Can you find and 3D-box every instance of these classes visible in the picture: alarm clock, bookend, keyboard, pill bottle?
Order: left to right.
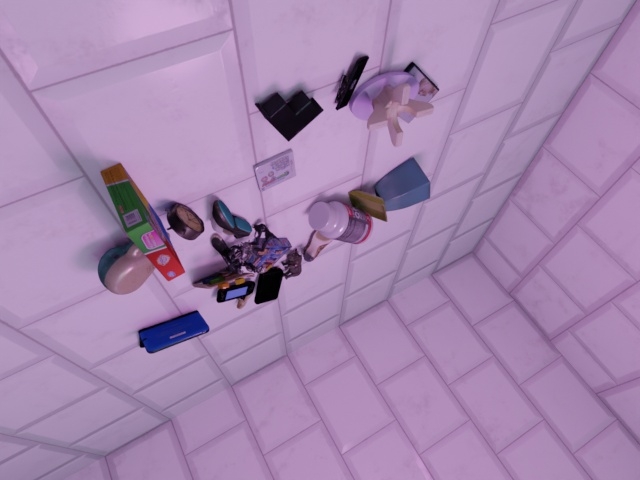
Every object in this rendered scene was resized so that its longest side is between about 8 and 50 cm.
[{"bbox_3d":[-0.461,-0.061,1.491,0.064,0.129,0.192,-40,174,15],"label":"alarm clock"},{"bbox_3d":[-0.096,-0.420,1.352,0.156,0.072,0.157,-40,152,10],"label":"bookend"},{"bbox_3d":[0.093,-0.086,2.001,0.318,0.176,0.176,12,129,-49],"label":"pill bottle"},{"bbox_3d":[0.092,-0.532,1.439,0.100,0.038,0.192,-41,165,-46],"label":"keyboard"}]

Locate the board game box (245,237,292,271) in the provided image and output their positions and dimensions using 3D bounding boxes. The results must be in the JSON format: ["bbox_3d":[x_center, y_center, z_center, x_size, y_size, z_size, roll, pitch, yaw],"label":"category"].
[{"bbox_3d":[-0.262,0.057,1.981,0.194,0.060,0.194,-43,151,18],"label":"board game box"}]

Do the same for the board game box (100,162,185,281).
[{"bbox_3d":[-0.532,-0.045,1.301,0.064,0.242,0.317,-28,154,-12],"label":"board game box"}]

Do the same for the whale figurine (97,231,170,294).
[{"bbox_3d":[-0.653,0.061,1.504,0.272,0.141,0.216,-47,164,-33],"label":"whale figurine"}]

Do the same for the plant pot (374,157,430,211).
[{"bbox_3d":[0.394,-0.252,2.098,0.234,0.166,0.165,-28,154,1],"label":"plant pot"}]

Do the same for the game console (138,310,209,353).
[{"bbox_3d":[-0.706,0.473,2.067,0.293,0.250,0.174,-18,123,-30],"label":"game console"}]

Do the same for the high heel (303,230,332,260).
[{"bbox_3d":[0.000,0.000,2.203,0.261,0.093,0.186,-50,179,0],"label":"high heel"}]

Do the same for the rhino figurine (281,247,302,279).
[{"bbox_3d":[-0.143,0.117,2.204,0.106,0.073,0.243,-20,150,-18],"label":"rhino figurine"}]

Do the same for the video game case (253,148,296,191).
[{"bbox_3d":[-0.168,-0.259,1.601,0.157,0.019,0.143,-27,153,-13],"label":"video game case"}]

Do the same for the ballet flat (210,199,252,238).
[{"bbox_3d":[-0.358,-0.063,1.640,0.096,0.095,0.280,-25,155,9],"label":"ballet flat"}]

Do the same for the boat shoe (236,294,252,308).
[{"bbox_3d":[-0.410,0.307,2.253,0.045,0.050,0.135,11,119,-51],"label":"boat shoe"}]

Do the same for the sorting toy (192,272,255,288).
[{"bbox_3d":[-0.409,0.166,1.861,0.229,0.041,0.307,-14,-176,-32],"label":"sorting toy"}]

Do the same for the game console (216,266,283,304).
[{"bbox_3d":[-0.358,0.253,2.171,0.361,0.044,0.213,-11,131,-35],"label":"game console"}]

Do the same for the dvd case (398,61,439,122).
[{"bbox_3d":[0.349,-0.567,1.666,0.180,0.022,0.253,-46,151,23],"label":"dvd case"}]

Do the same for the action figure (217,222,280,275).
[{"bbox_3d":[-0.300,0.061,1.793,0.276,0.141,0.164,-49,144,-8],"label":"action figure"}]

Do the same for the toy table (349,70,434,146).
[{"bbox_3d":[0.258,-0.479,1.521,0.274,0.161,0.252,-26,146,-3],"label":"toy table"}]

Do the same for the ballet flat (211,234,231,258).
[{"bbox_3d":[-0.412,0.021,1.784,0.057,0.049,0.173,7,152,11],"label":"ballet flat"}]

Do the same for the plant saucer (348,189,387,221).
[{"bbox_3d":[0.239,-0.175,2.065,0.045,0.188,0.188,-62,158,-14],"label":"plant saucer"}]
